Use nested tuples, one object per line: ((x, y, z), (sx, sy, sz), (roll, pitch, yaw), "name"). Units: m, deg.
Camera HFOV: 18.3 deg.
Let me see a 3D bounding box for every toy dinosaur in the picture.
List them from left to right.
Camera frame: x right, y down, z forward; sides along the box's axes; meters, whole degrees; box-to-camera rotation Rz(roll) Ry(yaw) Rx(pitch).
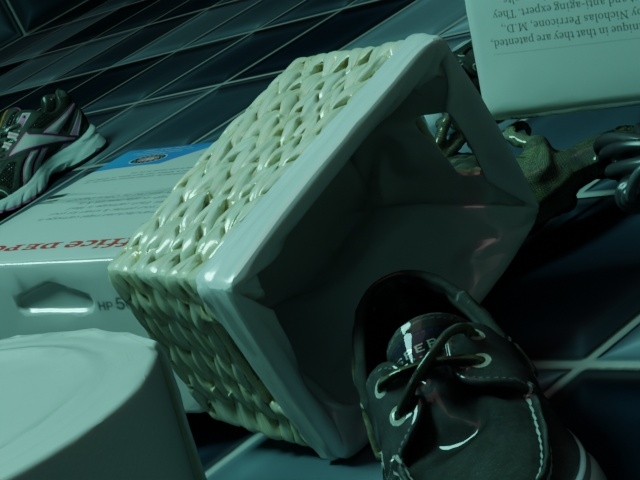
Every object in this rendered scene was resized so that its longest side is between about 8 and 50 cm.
((0.060, -0.007, 1.010), (0.268, 0.064, 0.118), (-31, 21, -4), "toy dinosaur")

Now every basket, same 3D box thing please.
((0.000, 0.000, 0.892), (0.103, 0.113, 0.167), (4, 46, 47), "basket")

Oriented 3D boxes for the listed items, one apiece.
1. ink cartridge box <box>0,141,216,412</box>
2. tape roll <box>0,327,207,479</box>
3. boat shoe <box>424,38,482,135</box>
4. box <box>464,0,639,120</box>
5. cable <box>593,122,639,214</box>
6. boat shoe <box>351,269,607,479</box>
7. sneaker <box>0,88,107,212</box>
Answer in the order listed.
((-0.082, 0.014, 1.040), (0.148, 0.086, 0.203), (-3, 19, 29), "ink cartridge box")
((-0.183, 0.130, 0.777), (0.286, 0.100, 0.286), (-17, 10, 3), "tape roll")
((0.101, -0.110, 1.319), (0.040, 0.049, 0.142), (-19, 14, 26), "boat shoe")
((0.187, -0.144, 1.024), (0.181, 0.119, 0.181), (-4, 13, 29), "box")
((0.215, -0.044, 0.874), (0.184, 0.047, 0.150), (-12, 2, 6), "cable")
((0.050, 0.060, 0.745), (0.080, 0.076, 0.228), (-26, 14, 5), "boat shoe")
((-0.282, -0.081, 1.836), (0.072, 0.077, 0.178), (-16, 18, 41), "sneaker")
